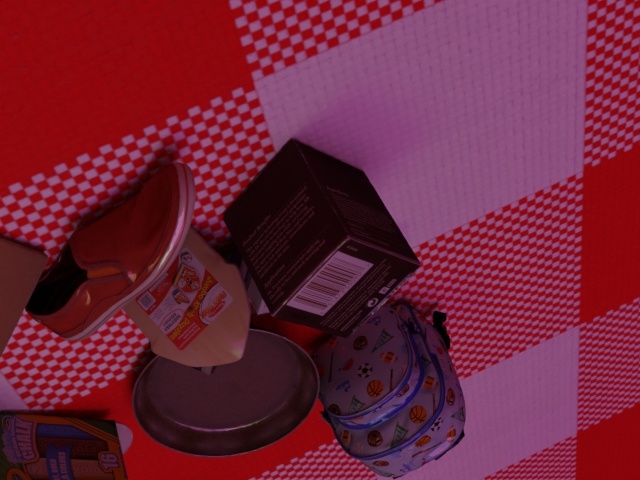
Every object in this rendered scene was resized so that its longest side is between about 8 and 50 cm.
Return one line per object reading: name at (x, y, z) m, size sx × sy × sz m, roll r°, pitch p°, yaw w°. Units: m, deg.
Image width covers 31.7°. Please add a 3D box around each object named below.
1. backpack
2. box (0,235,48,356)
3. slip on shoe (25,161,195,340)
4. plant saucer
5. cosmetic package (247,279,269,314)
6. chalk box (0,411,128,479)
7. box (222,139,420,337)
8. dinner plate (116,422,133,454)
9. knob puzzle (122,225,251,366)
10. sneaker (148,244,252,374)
backpack at (0.119, 0.261, 1.943) m, size 0.276 × 0.263 × 0.213 m, roll -39°, pitch 142°, yaw 15°
box at (-0.472, 0.063, 1.475) m, size 0.201 × 0.021 × 0.164 m, roll 26°, pitch 90°, yaw -48°
slip on shoe at (-0.284, 0.016, 1.527) m, size 0.101 × 0.123 × 0.331 m, roll 23°, pitch 125°, yaw -42°
plant saucer at (-0.157, 0.243, 1.875) m, size 0.310 × 0.050 × 0.311 m, roll -6°, pitch 130°, yaw -8°
cosmetic package at (0.008, 0.052, 1.796) m, size 0.239 × 0.060 × 0.099 m, roll -8°, pitch 137°, yaw -26°
chalk box at (-0.473, 0.395, 1.787) m, size 0.289 × 0.179 × 0.180 m, roll 12°, pitch 128°, yaw -33°
box at (0.000, 0.000, 1.610) m, size 0.167 × 0.203 × 0.168 m, roll 20°, pitch 123°, yaw -45°
dinner plate at (-0.390, 0.361, 1.942) m, size 0.141 × 0.017 × 0.141 m, roll -17°, pitch 140°, yaw -15°
knob puzzle at (-0.180, 0.100, 1.654) m, size 0.213 × 0.213 × 0.030 m, roll -44°, pitch 176°, yaw 19°
sneaker at (-0.180, 0.085, 1.702) m, size 0.083 × 0.118 × 0.222 m, roll -50°, pitch 162°, yaw -78°
